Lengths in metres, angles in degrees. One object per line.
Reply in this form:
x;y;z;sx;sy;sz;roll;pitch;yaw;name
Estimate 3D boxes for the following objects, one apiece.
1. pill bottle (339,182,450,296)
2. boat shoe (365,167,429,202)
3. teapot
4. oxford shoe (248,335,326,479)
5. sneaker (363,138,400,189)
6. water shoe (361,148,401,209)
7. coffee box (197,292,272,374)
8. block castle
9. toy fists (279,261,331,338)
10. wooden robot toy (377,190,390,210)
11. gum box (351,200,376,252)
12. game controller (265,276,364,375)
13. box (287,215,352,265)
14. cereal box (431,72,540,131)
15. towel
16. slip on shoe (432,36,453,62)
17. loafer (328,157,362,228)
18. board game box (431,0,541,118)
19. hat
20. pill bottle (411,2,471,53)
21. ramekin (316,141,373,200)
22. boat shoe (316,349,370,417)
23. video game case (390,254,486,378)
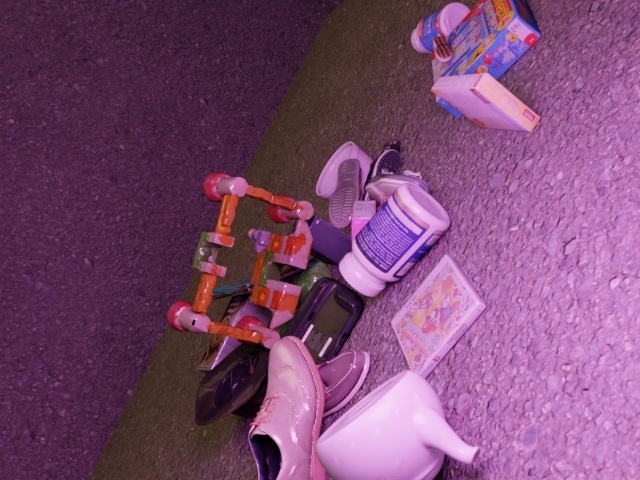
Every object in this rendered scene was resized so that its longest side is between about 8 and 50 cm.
0.172;0.003;1.668;0.264;0.153;0.153;-49;21;23;pill bottle
0.215;-0.156;1.864;0.099;0.116;0.319;-52;14;-8;boat shoe
0.126;0.365;1.212;0.252;0.187;0.256;-38;-6;2;teapot
-0.082;0.391;1.543;0.140;0.147;0.397;-38;49;38;oxford shoe
0.191;-0.229;2.137;0.170;0.051;0.089;-49;21;38;sneaker
0.171;-0.182;2.074;0.203;0.073;0.080;-63;14;-15;water shoe
-0.282;0.326;2.348;0.168;0.119;0.297;-20;42;62;coffee box
-0.222;0.059;1.941;0.213;0.303;0.453;6;80;59;block castle
-0.032;0.193;1.981;0.142;0.096;0.279;-45;24;52;toy fists
0.190;-0.048;1.828;0.076;0.079;0.173;63;-150;-68;wooden robot toy
0.119;-0.035;1.868;0.188;0.062;0.107;-74;-18;-71;gum box
-0.017;0.254;1.818;0.166;0.067;0.319;32;90;28;game controller
0.000;0.000;2.091;0.093;0.156;0.158;-62;20;-9;box
0.379;-0.321;1.620;0.047;0.173;0.240;-57;20;0;cereal box
-0.199;0.126;2.343;0.271;0.040;0.370;-24;3;-27;towel
0.343;-0.532;1.969;0.135;0.051;0.041;-97;2;-50;slip on shoe
0.090;-0.130;2.075;0.094;0.087;0.251;-4;54;25;loafer
0.444;-0.536;1.918;0.302;0.086;0.308;-46;22;33;board game box
-0.212;0.425;2.013;0.331;0.134;0.331;-36;25;20;hat
0.381;-0.666;2.214;0.124;0.124;0.221;-62;19;-11;pill bottle
0.088;-0.209;2.265;0.207;0.109;0.207;-48;22;27;ramekin
-0.010;0.357;1.664;0.324;0.097;0.116;-46;23;33;boat shoe
0.240;0.157;1.462;0.206;0.026;0.227;-53;20;15;video game case
